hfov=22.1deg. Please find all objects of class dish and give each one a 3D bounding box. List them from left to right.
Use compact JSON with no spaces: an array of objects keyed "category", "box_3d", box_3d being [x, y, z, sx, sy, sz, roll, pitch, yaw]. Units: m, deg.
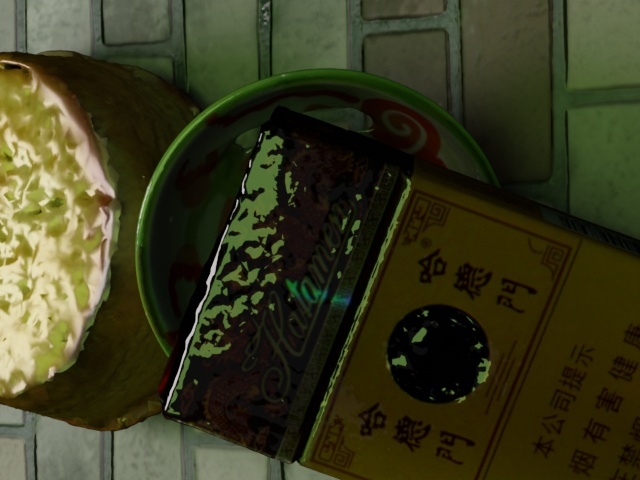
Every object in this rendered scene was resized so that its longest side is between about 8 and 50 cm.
[{"category":"dish","box_3d":[0.000,0.000,1.452,0.324,0.124,0.324,-1,104,-3]}]

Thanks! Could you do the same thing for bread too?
[{"category":"bread","box_3d":[-0.261,-0.005,1.580,0.398,0.215,0.398,-2,86,28]}]

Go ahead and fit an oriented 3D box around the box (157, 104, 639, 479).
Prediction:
[{"category":"box","box_3d":[0.103,0.083,1.335,0.415,0.116,0.264,21,103,-2]}]
